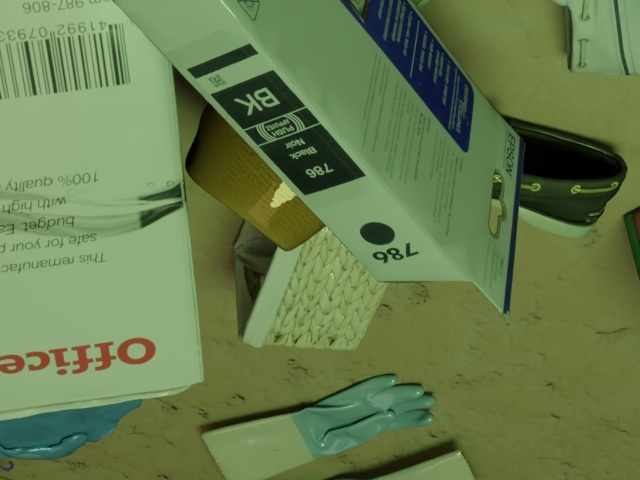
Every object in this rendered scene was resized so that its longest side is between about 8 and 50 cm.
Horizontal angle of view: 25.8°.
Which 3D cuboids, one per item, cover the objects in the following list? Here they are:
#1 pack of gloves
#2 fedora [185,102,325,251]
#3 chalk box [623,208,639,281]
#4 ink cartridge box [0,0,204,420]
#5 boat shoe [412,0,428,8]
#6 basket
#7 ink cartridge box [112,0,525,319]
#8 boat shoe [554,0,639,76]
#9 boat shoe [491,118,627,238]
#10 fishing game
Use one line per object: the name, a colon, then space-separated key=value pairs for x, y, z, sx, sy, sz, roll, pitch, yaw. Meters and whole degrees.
pack of gloves: x=0.026 y=0.218 z=1.406 sx=0.232 sy=0.046 sz=0.195 roll=-18 pitch=121 yaw=13
fedora: x=-0.039 y=-0.052 z=0.966 sx=0.079 sy=0.194 sz=0.194 roll=-46 pitch=124 yaw=4
chalk box: x=0.372 y=0.044 z=1.129 sx=0.179 sy=0.180 sz=0.289 roll=-31 pitch=127 yaw=26
ink cartridge box: x=-0.239 y=-0.079 z=0.933 sx=0.285 sy=0.166 sz=0.395 roll=-7 pitch=124 yaw=-6
boat shoe: x=0.041 y=-0.200 z=0.935 sx=0.109 sy=0.094 sz=0.302 roll=28 pitch=128 yaw=-26
basket: x=0.000 y=0.000 z=1.126 sx=0.103 sy=0.113 sz=0.167 roll=9 pitch=135 yaw=-15
ink cartridge box: x=0.017 y=-0.097 z=0.858 sx=0.065 sy=0.165 sz=0.333 roll=-19 pitch=132 yaw=32
boat shoe: x=0.182 y=-0.187 z=0.955 sx=0.076 sy=0.083 sz=0.226 roll=-10 pitch=138 yaw=15
boat shoe: x=0.132 y=-0.067 z=1.086 sx=0.227 sy=0.081 sz=0.069 roll=14 pitch=131 yaw=-24
fishing game: x=-0.254 y=0.140 z=1.299 sx=0.189 sy=0.041 sz=0.264 roll=21 pitch=125 yaw=-39
